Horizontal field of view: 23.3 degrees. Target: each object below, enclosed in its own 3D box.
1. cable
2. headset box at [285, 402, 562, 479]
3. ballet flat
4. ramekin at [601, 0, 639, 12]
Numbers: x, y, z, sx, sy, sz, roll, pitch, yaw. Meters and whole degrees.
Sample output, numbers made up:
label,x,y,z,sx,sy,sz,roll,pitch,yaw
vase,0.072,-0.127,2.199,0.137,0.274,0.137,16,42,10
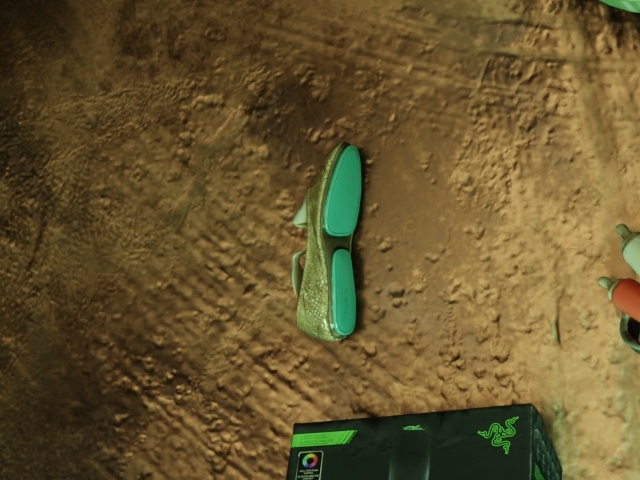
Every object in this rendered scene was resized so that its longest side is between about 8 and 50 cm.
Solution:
label,x,y,z,sx,sy,sz,roll,pitch,yaw
cable,0.343,0.075,1.402,0.139,0.072,0.287,-61,28,15
headset box,0.093,0.295,1.450,0.246,0.131,0.283,-7,50,19
ballet flat,0.000,0.000,1.598,0.067,0.073,0.206,-1,81,34
ramekin,0.322,-0.360,1.471,0.303,0.148,0.303,-2,85,19
